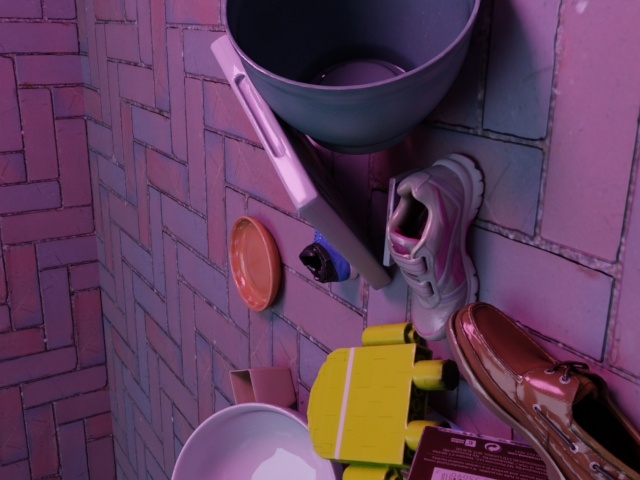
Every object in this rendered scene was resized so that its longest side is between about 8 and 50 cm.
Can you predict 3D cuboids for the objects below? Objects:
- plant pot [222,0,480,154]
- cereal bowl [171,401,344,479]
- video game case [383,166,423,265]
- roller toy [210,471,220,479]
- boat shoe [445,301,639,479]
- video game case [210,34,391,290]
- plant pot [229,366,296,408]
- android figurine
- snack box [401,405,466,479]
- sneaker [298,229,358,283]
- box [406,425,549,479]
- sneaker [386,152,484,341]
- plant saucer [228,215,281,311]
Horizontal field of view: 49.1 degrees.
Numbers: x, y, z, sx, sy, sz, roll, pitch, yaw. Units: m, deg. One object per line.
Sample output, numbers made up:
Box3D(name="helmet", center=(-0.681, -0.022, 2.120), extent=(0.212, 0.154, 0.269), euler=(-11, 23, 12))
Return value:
Box3D(name="plant pot", center=(0.044, -0.232, 0.872), extent=(0.293, 0.292, 0.196), euler=(60, 172, 30))
Box3D(name="cereal bowl", center=(-0.100, 0.469, 1.284), extent=(0.338, 0.141, 0.339), euler=(-5, 77, 20))
Box3D(name="video game case", center=(0.115, -0.034, 0.962), extent=(0.011, 0.087, 0.122), euler=(14, 113, 31))
Box3D(name="roller toy", center=(-0.157, 0.483, 1.451), extent=(0.146, 0.191, 0.210), euler=(155, 105, -65))
Box3D(name="boat shoe", center=(0.264, 0.174, 0.762), extent=(0.307, 0.110, 0.104), euler=(52, 137, 24))
Box3D(name="video game case", center=(-0.020, -0.099, 1.010), extent=(0.300, 0.036, 0.329), euler=(62, -172, 29))
Box3D(name="plant pot", center=(-0.113, 0.307, 1.430), extent=(0.109, 0.096, 0.109), euler=(-22, 79, 58))
Box3D(name="android figurine", center=(0.078, 0.240, 1.018), extent=(0.272, 0.056, 0.249), euler=(-16, 57, 45))
Box3D(name="snack box", center=(0.146, 0.404, 1.059), extent=(0.187, 0.060, 0.322), euler=(25, 119, 54))
Box3D(name="sneaker", center=(0.000, 0.000, 1.161), extent=(0.058, 0.084, 0.152), euler=(-42, 63, 56))
Box3D(name="box", center=(0.181, 0.359, 0.821), extent=(0.168, 0.167, 0.203), euler=(8, 110, 16))
Box3D(name="sneaker", center=(0.135, 0.015, 0.913), extent=(0.103, 0.111, 0.253), euler=(22, 117, 55))
Box3D(name="plant saucer", center=(-0.133, 0.046, 1.447), extent=(0.200, 0.037, 0.200), euler=(27, 122, 55))
